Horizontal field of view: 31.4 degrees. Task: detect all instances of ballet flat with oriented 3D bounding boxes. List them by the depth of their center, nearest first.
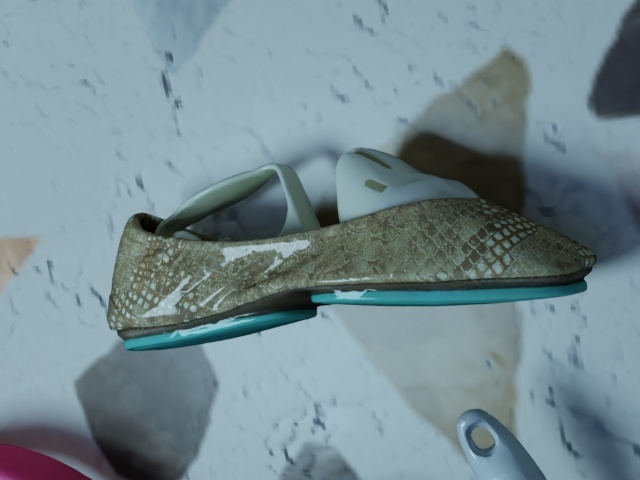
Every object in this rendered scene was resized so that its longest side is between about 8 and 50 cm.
[{"bbox_3d":[0.000,0.000,0.436,0.206,0.073,0.067,-9,83,26],"label":"ballet flat"}]

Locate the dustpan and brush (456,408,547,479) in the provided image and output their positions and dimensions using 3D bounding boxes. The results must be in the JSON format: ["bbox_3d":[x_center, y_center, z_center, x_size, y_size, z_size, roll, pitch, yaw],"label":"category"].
[{"bbox_3d":[0.114,0.151,0.403,0.147,0.060,0.211,-35,97,8],"label":"dustpan and brush"}]

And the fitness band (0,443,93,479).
[{"bbox_3d":[-0.178,0.221,0.590,0.209,0.054,0.291,50,120,10],"label":"fitness band"}]
